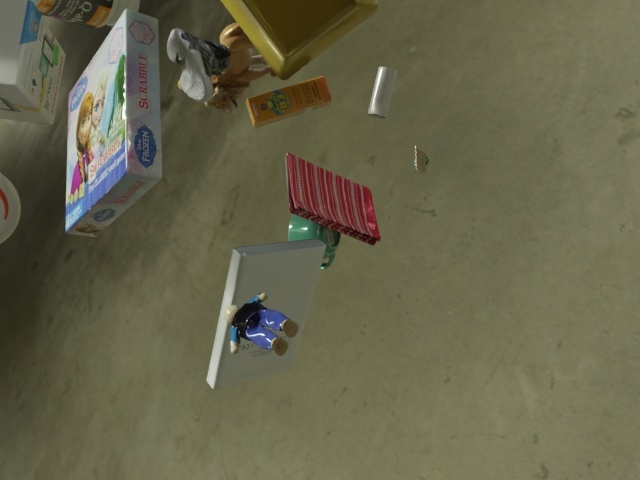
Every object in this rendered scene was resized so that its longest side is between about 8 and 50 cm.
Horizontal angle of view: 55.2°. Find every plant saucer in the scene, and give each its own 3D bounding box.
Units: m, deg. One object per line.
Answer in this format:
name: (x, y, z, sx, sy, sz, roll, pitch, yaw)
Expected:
plant saucer: (-0.066, -0.633, 1.571, 0.333, 0.332, 0.081, -35, 22, 10)

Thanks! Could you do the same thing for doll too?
doll: (-0.127, 0.159, 1.153, 0.189, 0.046, 0.129, 16, 70, 49)

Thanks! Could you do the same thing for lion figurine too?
lion figurine: (-0.251, -0.566, 1.874, 0.142, 0.240, 0.392, 61, 158, 26)

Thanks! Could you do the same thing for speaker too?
speaker: (0.174, -0.414, 1.715, 0.055, 0.055, 0.136, 23, 101, 57)

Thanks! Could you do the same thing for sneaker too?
sneaker: (-0.301, -0.464, 1.634, 0.101, 0.153, 0.268, -56, 50, 36)

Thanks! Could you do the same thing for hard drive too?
hard drive: (-0.127, 0.168, 1.416, 0.047, 0.233, 0.352, 39, 123, 41)

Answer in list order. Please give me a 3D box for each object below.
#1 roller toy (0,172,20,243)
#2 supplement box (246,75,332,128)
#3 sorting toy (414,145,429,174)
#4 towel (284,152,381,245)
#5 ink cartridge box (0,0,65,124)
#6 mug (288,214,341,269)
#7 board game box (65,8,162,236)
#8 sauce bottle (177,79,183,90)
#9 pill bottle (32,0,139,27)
roller toy: (-0.781, -0.076, 1.376, 0.191, 0.209, 0.146, -30, 22, -23)
supplement box: (-0.090, -0.394, 1.747, 0.080, 0.234, 0.077, -160, 51, -85)
sorting toy: (0.235, -0.182, 1.423, 0.012, 0.083, 0.061, -11, 78, 30)
towel: (0.033, -0.107, 1.561, 0.031, 0.275, 0.198, -42, 41, 37)
ink cartridge box: (-0.731, -0.409, 1.398, 0.270, 0.197, 0.198, 139, 137, -79)
mug: (0.000, -0.010, 1.598, 0.098, 0.158, 0.129, -2, 64, 34)
board game box: (-0.395, -0.205, 1.147, 0.319, 0.066, 0.317, -27, 63, 46)
sauce bottle: (-0.455, -0.523, 2.076, 0.042, 0.042, 0.128, -61, 29, 6)
pill bottle: (-0.597, -0.615, 1.498, 0.162, 0.279, 0.162, 2, 94, 37)
